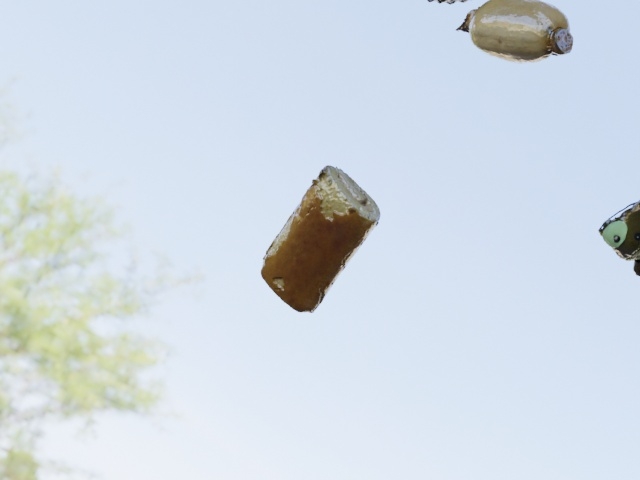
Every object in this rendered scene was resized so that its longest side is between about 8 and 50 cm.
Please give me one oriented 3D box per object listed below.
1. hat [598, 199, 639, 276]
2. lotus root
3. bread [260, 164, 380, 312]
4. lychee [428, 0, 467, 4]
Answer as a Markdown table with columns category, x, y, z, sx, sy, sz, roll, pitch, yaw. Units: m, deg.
| category | x | y | z | sx | sy | sz | roll | pitch | yaw |
| --- | --- | --- | --- | --- | --- | --- | --- | --- | --- |
| hat | 0.319 | -0.005 | 1.341 | 0.076 | 0.059 | 0.077 | -2 | -30 | -47 |
| lotus root | 0.194 | -0.213 | 1.386 | 0.150 | 0.073 | 0.062 | 24 | -36 | 51 |
| bread | 0.000 | 0.000 | 0.824 | 0.047 | 0.083 | 0.036 | 43 | 29 | 14 |
| lychee | 0.133 | -0.368 | 1.615 | 0.197 | 0.165 | 0.165 | 62 | -23 | 1 |
